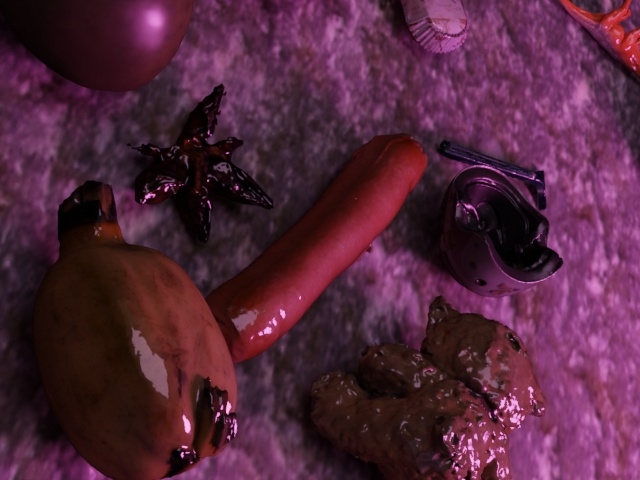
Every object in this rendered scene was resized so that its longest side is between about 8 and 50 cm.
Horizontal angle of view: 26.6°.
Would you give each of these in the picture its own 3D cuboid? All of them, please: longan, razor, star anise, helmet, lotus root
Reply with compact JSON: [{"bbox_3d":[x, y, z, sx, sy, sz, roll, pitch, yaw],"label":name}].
[{"bbox_3d":[-0.242,-0.278,1.446,0.246,0.215,0.246,-3,90,-74],"label":"longan"},{"bbox_3d":[0.241,-0.100,1.835,0.190,0.033,0.066,19,57,-28],"label":"razor"},{"bbox_3d":[-0.131,-0.074,1.525,0.157,0.053,0.212,51,46,-4],"label":"star anise"},{"bbox_3d":[0.211,0.003,1.717,0.153,0.107,0.177,14,42,-29],"label":"helmet"},{"bbox_3d":[-0.194,0.086,1.322,0.182,0.183,0.310,-13,75,-41],"label":"lotus root"}]

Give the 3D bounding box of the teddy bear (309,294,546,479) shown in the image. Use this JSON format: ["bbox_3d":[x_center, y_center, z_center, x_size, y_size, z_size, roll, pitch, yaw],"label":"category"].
[{"bbox_3d":[0.147,0.189,1.540,0.267,0.156,0.256,46,47,-7],"label":"teddy bear"}]

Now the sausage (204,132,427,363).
[{"bbox_3d":[0.000,0.000,1.565,0.419,0.094,0.094,-47,129,-42],"label":"sausage"}]

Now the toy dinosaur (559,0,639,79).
[{"bbox_3d":[0.449,-0.338,2.096,0.101,0.055,0.279,-42,99,-19],"label":"toy dinosaur"}]

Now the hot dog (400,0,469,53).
[{"bbox_3d":[0.144,-0.345,1.868,0.108,0.059,0.191,-3,69,-36],"label":"hot dog"}]
